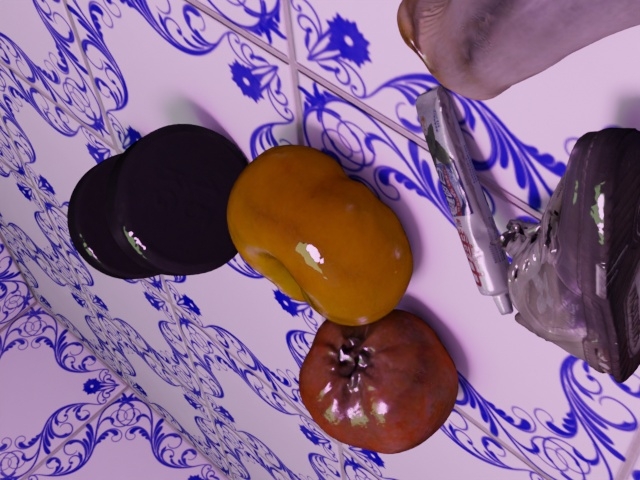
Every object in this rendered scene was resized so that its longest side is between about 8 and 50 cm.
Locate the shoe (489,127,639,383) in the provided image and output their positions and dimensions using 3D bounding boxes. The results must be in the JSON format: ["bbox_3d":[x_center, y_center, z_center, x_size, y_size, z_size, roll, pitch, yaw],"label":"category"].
[{"bbox_3d":[0.207,0.008,0.831,0.149,0.109,0.293,22,151,35],"label":"shoe"}]

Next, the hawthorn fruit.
[{"bbox_3d":[0.089,0.197,1.263,0.199,0.199,0.251,28,166,38],"label":"hawthorn fruit"}]

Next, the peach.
[{"bbox_3d":[0.000,0.000,1.151,0.251,0.153,0.251,41,172,7],"label":"peach"}]

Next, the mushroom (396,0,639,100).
[{"bbox_3d":[0.166,-0.167,0.627,0.159,0.122,0.329,60,156,-3],"label":"mushroom"}]

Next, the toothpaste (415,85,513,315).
[{"bbox_3d":[0.143,-0.035,0.933,0.233,0.038,0.060,69,162,-7],"label":"toothpaste"}]

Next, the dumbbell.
[{"bbox_3d":[-0.241,-0.045,1.414,0.204,0.204,0.322,54,156,-13],"label":"dumbbell"}]
